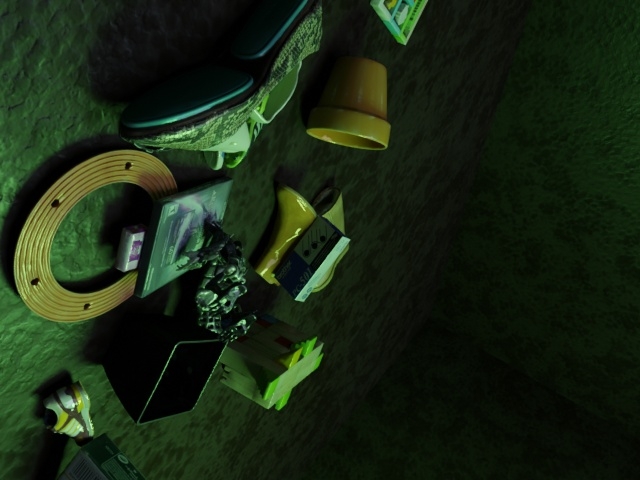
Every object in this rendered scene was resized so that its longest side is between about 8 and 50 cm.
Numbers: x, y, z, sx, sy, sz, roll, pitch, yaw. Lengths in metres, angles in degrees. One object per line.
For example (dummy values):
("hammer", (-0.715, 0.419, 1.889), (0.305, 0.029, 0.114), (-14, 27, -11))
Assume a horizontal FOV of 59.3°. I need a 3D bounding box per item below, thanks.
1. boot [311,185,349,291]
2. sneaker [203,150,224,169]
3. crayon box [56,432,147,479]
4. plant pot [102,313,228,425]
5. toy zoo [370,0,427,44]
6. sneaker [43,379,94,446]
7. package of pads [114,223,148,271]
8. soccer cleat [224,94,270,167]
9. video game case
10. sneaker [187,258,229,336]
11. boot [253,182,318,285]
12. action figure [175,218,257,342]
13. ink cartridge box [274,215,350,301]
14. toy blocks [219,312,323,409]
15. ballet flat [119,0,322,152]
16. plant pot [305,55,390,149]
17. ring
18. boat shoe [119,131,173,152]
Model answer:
("boot", (0.000, 0.000, 1.715), (0.236, 0.089, 0.270), (-58, 156, -25))
("sneaker", (-0.187, -0.218, 1.120), (0.084, 0.058, 0.152), (-27, 134, -38))
("crayon box", (-0.490, 0.588, 1.175), (0.319, 0.202, 0.081), (-50, 169, 15))
("plant pot", (-0.344, 0.253, 1.199), (0.188, 0.166, 0.187), (-64, 156, 4))
("toy zoo", (0.214, -0.657, 1.464), (0.192, 0.030, 0.293), (-64, 157, 6))
("sneaker", (-0.509, 0.358, 1.127), (0.083, 0.069, 0.186), (-19, 134, -35))
("package of pads", (-0.342, 0.014, 1.025), (0.050, 0.032, 0.083), (-24, 139, -60))
("soccer cleat", (-0.147, -0.232, 1.185), (0.179, 0.060, 0.072), (-65, 157, 4))
("video game case", (-0.270, -0.017, 1.142), (0.274, 0.026, 0.196), (-39, 151, -66))
("sneaker", (-0.270, 0.147, 1.320), (0.101, 0.106, 0.268), (6, 105, -37))
("boot", (-0.103, 0.000, 1.485), (0.211, 0.104, 0.295), (-47, 148, -12))
("action figure", (-0.216, 0.068, 1.156), (0.140, 0.276, 0.164), (-23, 129, -1))
("ink cartridge box", (-0.024, 0.047, 1.462), (0.207, 0.097, 0.046), (-53, 149, 11))
("toy blocks", (-0.170, 0.295, 1.509), (0.381, 0.260, 0.191), (-15, 128, -68))
("ballet flat", (-0.138, -0.272, 1.013), (0.483, 0.164, 0.182), (-52, 146, -29))
("plant pot", (0.082, -0.338, 1.380), (0.205, 0.205, 0.188), (9, 93, -65))
("ring", (-0.385, -0.008, 0.996), (0.336, 0.032, 0.337), (-44, 150, -33))
("boat shoe", (-0.292, -0.175, 0.984), (0.046, 0.038, 0.125), (-63, 156, 6))
